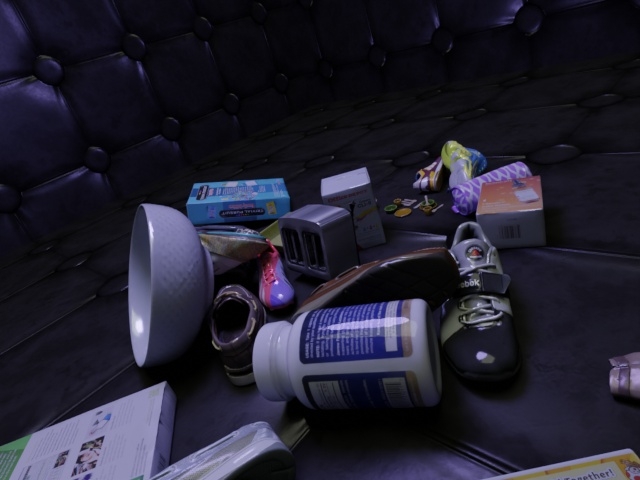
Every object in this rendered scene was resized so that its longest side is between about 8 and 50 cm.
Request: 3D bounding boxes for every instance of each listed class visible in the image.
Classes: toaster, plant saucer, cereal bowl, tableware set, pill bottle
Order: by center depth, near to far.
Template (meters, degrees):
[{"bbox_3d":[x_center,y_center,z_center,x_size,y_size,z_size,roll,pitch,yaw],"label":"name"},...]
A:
[{"bbox_3d":[0.041,0.178,0.659,0.264,0.153,0.153,-9,27,19],"label":"pill bottle"},{"bbox_3d":[-0.322,0.094,0.929,0.141,0.339,0.339,2,13,-31],"label":"cereal bowl"},{"bbox_3d":[0.000,0.000,1.012,0.110,0.186,0.168,-26,25,-38],"label":"toaster"},{"bbox_3d":[0.260,-0.097,1.221,0.104,0.024,0.154,-32,29,-26],"label":"tableware set"},{"bbox_3d":[-0.084,-0.019,1.274,0.188,0.045,0.188,7,35,42],"label":"plant saucer"}]

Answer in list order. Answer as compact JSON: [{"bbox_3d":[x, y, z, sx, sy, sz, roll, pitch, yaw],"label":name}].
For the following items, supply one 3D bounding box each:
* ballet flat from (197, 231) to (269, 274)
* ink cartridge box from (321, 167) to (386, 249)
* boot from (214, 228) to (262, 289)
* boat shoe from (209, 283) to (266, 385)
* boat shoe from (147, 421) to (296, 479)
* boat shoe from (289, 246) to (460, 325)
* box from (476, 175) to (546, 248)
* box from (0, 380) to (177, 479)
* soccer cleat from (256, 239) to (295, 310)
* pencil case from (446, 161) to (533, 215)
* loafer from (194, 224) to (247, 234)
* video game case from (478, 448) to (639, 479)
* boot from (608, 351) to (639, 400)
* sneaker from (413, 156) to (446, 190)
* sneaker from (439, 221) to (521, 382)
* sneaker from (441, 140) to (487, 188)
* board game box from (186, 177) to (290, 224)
[{"bbox_3d":[-0.287,0.028,1.076,0.348,0.123,0.123,7,34,23],"label":"ballet flat"},{"bbox_3d":[0.084,-0.079,1.125,0.128,0.176,0.127,-16,25,7],"label":"ink cartridge box"},{"bbox_3d":[-0.281,0.051,1.188,0.236,0.085,0.179,0,43,21],"label":"boot"},{"bbox_3d":[-0.178,0.164,0.906,0.116,0.097,0.324,-22,25,-6],"label":"boat shoe"},{"bbox_3d":[-0.188,0.341,0.542,0.320,0.118,0.103,-25,19,-22],"label":"boat shoe"},{"bbox_3d":[0.081,0.088,0.760,0.324,0.123,0.120,-27,20,26],"label":"boat shoe"},{"bbox_3d":[0.426,-0.064,0.958,0.130,0.091,0.170,-5,28,27],"label":"box"},{"bbox_3d":[-0.398,0.375,0.681,0.321,0.059,0.232,-20,25,-4],"label":"box"},{"bbox_3d":[-0.118,0.080,1.034,0.083,0.095,0.248,-17,24,-5],"label":"soccer cleat"},{"bbox_3d":[0.436,-0.129,1.101,0.206,0.088,0.086,-20,58,-4],"label":"pencil case"},{"bbox_3d":[-0.369,-0.002,1.418,0.302,0.095,0.109,0,0,26],"label":"loafer"},{"bbox_3d":[0.240,0.313,0.399,0.226,0.026,0.206,-17,25,7],"label":"video game case"},{"bbox_3d":[0.408,0.186,0.529,0.087,0.042,0.118,-11,24,31],"label":"boot"},{"bbox_3d":[0.343,-0.212,1.343,0.083,0.070,0.185,1,30,26],"label":"sneaker"},{"bbox_3d":[0.253,0.082,0.724,0.122,0.146,0.330,-9,28,17],"label":"sneaker"},{"bbox_3d":[0.435,-0.205,1.239,0.126,0.091,0.240,7,48,-9],"label":"sneaker"},{"bbox_3d":[-0.287,-0.144,1.531,0.335,0.079,0.254,-5,23,-8],"label":"board game box"}]
